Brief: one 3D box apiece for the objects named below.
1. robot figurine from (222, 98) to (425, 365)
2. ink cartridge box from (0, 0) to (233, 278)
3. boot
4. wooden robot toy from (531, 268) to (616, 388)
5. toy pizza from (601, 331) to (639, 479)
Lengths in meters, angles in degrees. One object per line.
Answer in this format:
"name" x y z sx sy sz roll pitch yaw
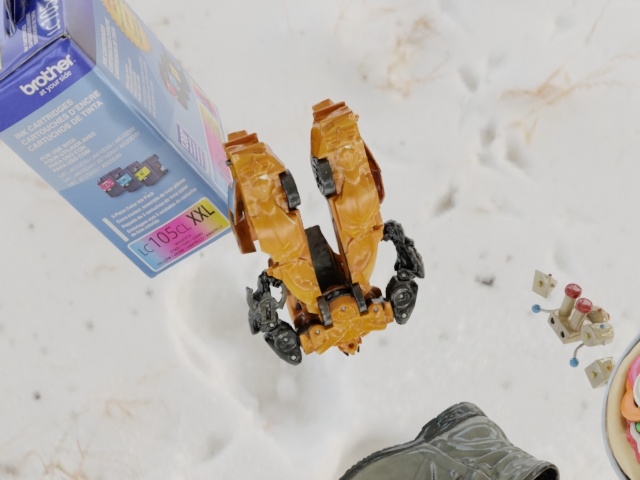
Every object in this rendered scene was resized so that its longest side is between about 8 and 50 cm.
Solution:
"robot figurine" 0.000 0.000 1.441 0.211 0.291 0.085 -19 30 -8
"ink cartridge box" -0.273 -0.179 1.520 0.151 0.395 0.270 -33 39 13
"boot" 0.120 0.279 1.380 0.246 0.083 0.161 -35 33 -10
"wooden robot toy" 0.330 0.098 1.591 0.079 0.076 0.173 -5 46 -29
"toy pizza" 0.281 0.100 0.871 0.201 0.032 0.201 -22 42 21
